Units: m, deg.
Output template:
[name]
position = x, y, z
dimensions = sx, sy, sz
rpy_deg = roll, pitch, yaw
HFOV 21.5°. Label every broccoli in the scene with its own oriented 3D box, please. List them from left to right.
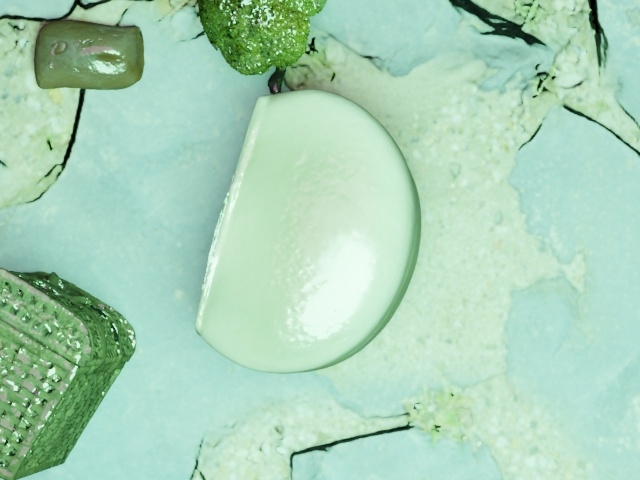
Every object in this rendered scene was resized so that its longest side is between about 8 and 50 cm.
[broccoli]
position = -0.049, -0.209, 1.477
dimensions = 0.120, 0.130, 0.131
rpy_deg = -20, 52, -38

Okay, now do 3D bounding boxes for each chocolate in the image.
[chocolate]
position = -0.209, -0.166, 1.519
dimensions = 0.100, 0.031, 0.065
rpy_deg = 5, 93, 1

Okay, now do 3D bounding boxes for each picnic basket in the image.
[picnic basket]
position = -0.251, 0.101, 1.431
dimensions = 0.134, 0.196, 0.154
rpy_deg = 30, 90, 6

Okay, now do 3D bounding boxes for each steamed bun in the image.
[steamed bun]
position = 0.000, 0.000, 1.445
dimensions = 0.164, 0.146, 0.242
rpy_deg = 17, 89, 7
